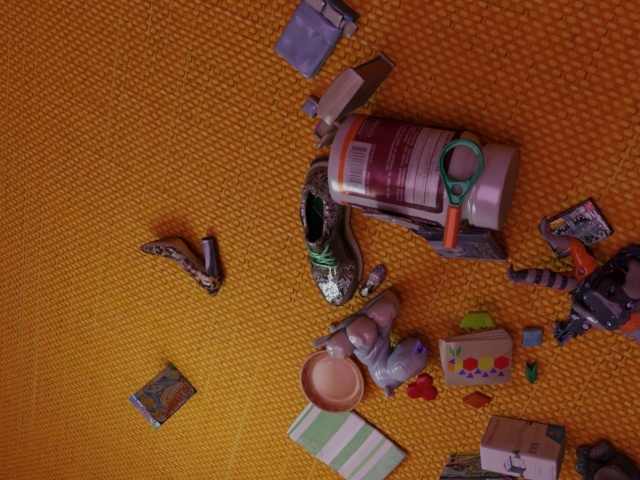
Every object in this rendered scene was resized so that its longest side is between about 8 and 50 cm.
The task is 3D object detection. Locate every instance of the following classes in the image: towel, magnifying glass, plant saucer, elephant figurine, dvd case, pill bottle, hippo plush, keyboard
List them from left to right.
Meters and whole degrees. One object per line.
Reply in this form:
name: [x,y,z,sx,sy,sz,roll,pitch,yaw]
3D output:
plant saucer: [0.037,0.410,2.073,0.200,0.037,0.199,5,103,20]
towel: [0.071,0.624,2.172,0.325,0.038,0.248,37,123,9]
hippo plush: [0.142,0.304,1.867,0.294,0.234,0.236,-37,91,34]
keyboard: [0.192,-0.042,1.651,0.072,0.256,0.014,14,92,36]
pill bottle: [0.235,-0.154,1.615,0.392,0.224,0.224,14,118,21]
magnifying glass: [0.284,-0.097,1.472,0.092,0.026,0.230,9,102,13]
dvd case: [0.337,0.011,1.661,0.165,0.221,0.018,4,76,26]
elephant figurine: [0.681,0.622,1.722,0.186,0.239,0.169,-30,96,34]

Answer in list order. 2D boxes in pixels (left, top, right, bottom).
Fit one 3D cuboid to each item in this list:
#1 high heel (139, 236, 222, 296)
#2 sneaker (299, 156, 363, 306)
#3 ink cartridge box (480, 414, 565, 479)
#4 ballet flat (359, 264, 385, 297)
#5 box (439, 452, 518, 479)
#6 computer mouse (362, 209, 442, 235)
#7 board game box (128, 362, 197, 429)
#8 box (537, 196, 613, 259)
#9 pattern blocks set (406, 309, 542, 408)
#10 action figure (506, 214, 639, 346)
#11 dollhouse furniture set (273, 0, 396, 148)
high heel: [-0.427,0.085,2.152,0.261,0.093,0.186,-1,105,19]
sneaker: [0.000,0.000,1.835,0.158,0.182,0.410,3,114,27]
ink cartridge box: [0.524,0.537,1.828,0.191,0.139,0.082,3,115,28]
ballet flat: [0.139,0.115,1.901,0.041,0.041,0.114,37,124,8]
box: [0.439,0.629,1.931,0.207,0.114,0.036,-13,105,31]
computer mouse: [0.197,-0.074,1.791,0.242,0.041,0.071,25,131,8]
board game box: [-0.516,0.511,2.332,0.136,0.201,0.035,47,125,1]
box: [0.580,-0.026,1.609,0.137,0.027,0.094,-33,93,35]
pattern blocks set: [0.391,0.301,1.788,0.325,0.026,0.285,4,115,-1]
action figure: [0.581,0.136,1.590,0.330,0.178,0.341,30,126,9]
dollhouse furniture set: [-0.034,-0.408,1.658,0.303,0.198,0.286,44,125,5]
